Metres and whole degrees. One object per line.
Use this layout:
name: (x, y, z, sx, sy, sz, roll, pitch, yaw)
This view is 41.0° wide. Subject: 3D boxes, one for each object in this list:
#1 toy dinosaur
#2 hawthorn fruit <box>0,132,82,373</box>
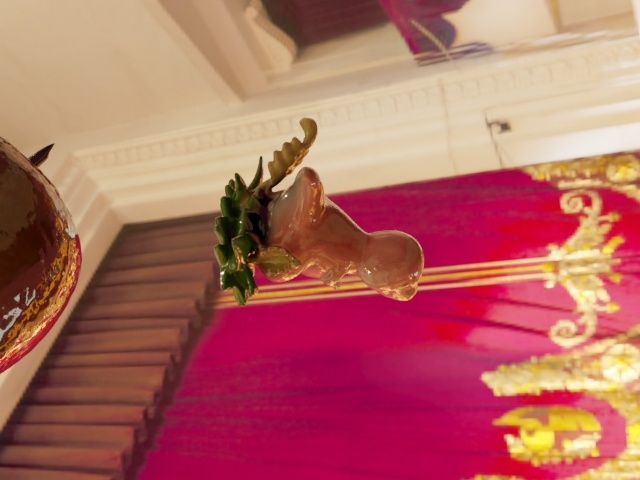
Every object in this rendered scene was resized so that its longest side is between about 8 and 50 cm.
toy dinosaur: (-0.001, 0.003, 0.800, 0.152, 0.177, 0.194, -77, -26, -51)
hawthorn fruit: (-0.366, 0.005, 0.850, 0.301, 0.268, 0.267, -45, -54, -33)
